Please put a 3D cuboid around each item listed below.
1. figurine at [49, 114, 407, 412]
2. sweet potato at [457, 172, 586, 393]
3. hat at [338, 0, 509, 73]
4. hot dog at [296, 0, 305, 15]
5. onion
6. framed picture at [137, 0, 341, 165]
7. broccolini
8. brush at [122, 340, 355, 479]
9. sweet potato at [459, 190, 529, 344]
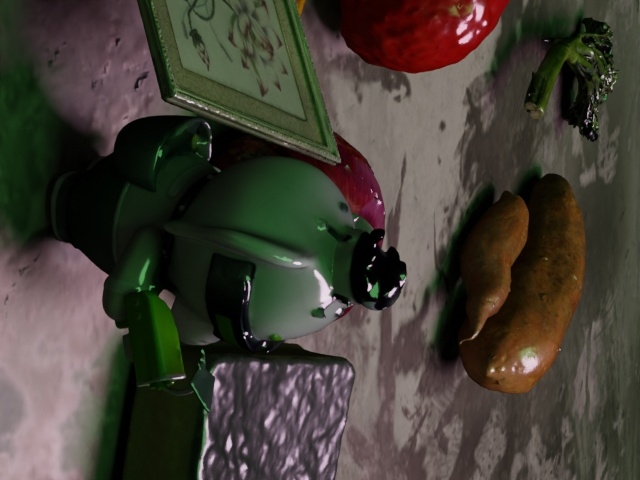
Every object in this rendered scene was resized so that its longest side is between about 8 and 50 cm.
[{"bbox_3d":[-0.047,0.002,0.682,0.147,0.192,0.126,-25,124,-60],"label":"figurine"},{"bbox_3d":[0.202,0.045,1.260,0.291,0.097,0.097,-60,146,-45],"label":"sweet potato"},{"bbox_3d":[0.114,-0.269,0.893,0.332,0.274,0.242,-53,139,7],"label":"hat"},{"bbox_3d":[-0.035,-0.162,0.810,0.071,0.045,0.165,41,62,-59],"label":"hot dog"},{"bbox_3d":[0.000,0.000,0.824,0.150,0.140,0.150,-10,104,-43],"label":"onion"},{"bbox_3d":[-0.058,-0.158,0.695,0.173,0.010,0.231,12,59,-62],"label":"framed picture"},{"bbox_3d":[0.243,-0.141,1.301,0.271,0.062,0.123,-36,113,-59],"label":"broccolini"},{"bbox_3d":[-0.049,0.130,0.855,0.197,0.059,0.123,8,89,-61],"label":"brush"},{"bbox_3d":[0.151,0.023,1.185,0.195,0.056,0.056,-69,151,-42],"label":"sweet potato"}]
